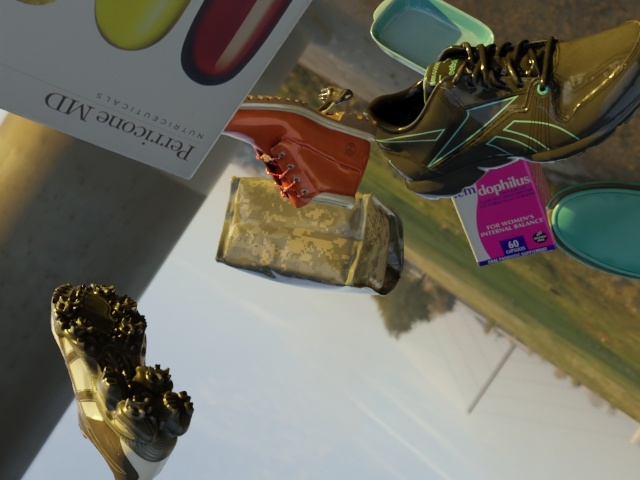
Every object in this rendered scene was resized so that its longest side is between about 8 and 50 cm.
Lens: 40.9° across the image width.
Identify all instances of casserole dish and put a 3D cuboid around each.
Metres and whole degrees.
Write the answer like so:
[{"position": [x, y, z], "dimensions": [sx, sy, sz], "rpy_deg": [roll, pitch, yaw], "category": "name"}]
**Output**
[{"position": [0.161, -0.288, 1.240], "dimensions": [0.188, 0.114, 0.037], "rpy_deg": [34, 164, 19], "category": "casserole dish"}]

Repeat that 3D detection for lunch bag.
[{"position": [0.000, 0.000, 1.411], "dimensions": [0.235, 0.169, 0.287], "rpy_deg": [10, 174, 19], "category": "lunch bag"}]

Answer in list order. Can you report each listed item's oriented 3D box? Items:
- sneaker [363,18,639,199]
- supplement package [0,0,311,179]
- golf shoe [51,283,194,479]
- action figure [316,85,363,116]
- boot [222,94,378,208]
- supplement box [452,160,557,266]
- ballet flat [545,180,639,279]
[{"position": [0.149, -0.115, 0.705], "dimensions": [0.267, 0.101, 0.106], "rpy_deg": [-24, 124, 40], "category": "sneaker"}, {"position": [-0.059, -0.171, 0.353], "dimensions": [0.139, 0.244, 0.134], "rpy_deg": [19, -146, -31], "category": "supplement package"}, {"position": [-0.170, 0.109, 0.669], "dimensions": [0.077, 0.094, 0.198], "rpy_deg": [4, -150, -33], "category": "golf shoe"}, {"position": [-0.021, -0.175, 1.671], "dimensions": [0.164, 0.276, 0.141], "rpy_deg": [50, 144, -15], "category": "action figure"}, {"position": [-0.028, -0.071, 0.688], "dimensions": [0.157, 0.085, 0.059], "rpy_deg": [11, -177, -30], "category": "boot"}, {"position": [0.231, -0.091, 1.142], "dimensions": [0.220, 0.111, 0.114], "rpy_deg": [63, -155, -28], "category": "supplement box"}, {"position": [0.315, -0.007, 0.734], "dimensions": [0.247, 0.083, 0.087], "rpy_deg": [8, -163, 9], "category": "ballet flat"}]
